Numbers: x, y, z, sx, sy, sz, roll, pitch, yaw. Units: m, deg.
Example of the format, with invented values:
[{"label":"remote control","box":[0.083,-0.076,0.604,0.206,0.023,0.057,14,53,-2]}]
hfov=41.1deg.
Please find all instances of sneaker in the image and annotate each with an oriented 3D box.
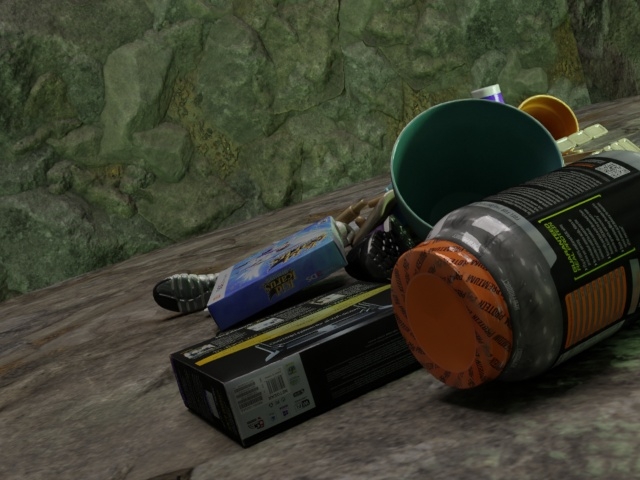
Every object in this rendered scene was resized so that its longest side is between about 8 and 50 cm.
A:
[{"label":"sneaker","box":[0.100,0.045,1.604,0.124,0.107,0.283,-35,2,17]},{"label":"sneaker","box":[-0.255,0.108,1.926,0.228,0.086,0.132,-7,3,-1]},{"label":"sneaker","box":[0.000,0.000,1.891,0.115,0.090,0.232,-43,-9,28]}]

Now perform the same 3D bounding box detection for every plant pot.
[{"label":"plant pot","box":[0.645,-0.312,2.591,0.205,0.205,0.188,-19,-7,-14]},{"label":"plant pot","box":[0.269,-0.077,1.519,0.290,0.290,0.195,-18,-29,-6]}]

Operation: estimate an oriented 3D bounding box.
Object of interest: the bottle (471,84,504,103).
[{"label":"bottle","box":[0.425,-0.225,2.028,0.092,0.283,0.118,-19,9,-15]}]

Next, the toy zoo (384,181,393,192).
[{"label":"toy zoo","box":[0.286,-0.174,2.131,0.293,0.030,0.192,-24,-26,-17]}]

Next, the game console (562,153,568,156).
[{"label":"game console","box":[0.518,-0.171,2.294,0.386,0.060,0.342,-14,8,15]}]

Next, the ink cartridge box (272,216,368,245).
[{"label":"ink cartridge box","box":[0.022,-0.009,2.250,0.224,0.045,0.223,-20,9,-30]}]

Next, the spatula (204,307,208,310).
[{"label":"spatula","box":[-0.109,0.108,1.796,0.242,0.019,0.168,-24,9,-41]}]

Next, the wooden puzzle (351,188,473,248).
[{"label":"wooden puzzle","box":[0.251,-0.076,1.869,0.347,0.081,0.322,-23,-11,-14]}]

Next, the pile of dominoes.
[{"label":"pile of dominoes","box":[0.560,-0.138,1.699,0.251,0.196,0.040,-23,-33,-36]}]

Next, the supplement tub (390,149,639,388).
[{"label":"supplement tub","box":[0.244,0.030,0.927,0.316,0.194,0.193,-20,8,-29]}]

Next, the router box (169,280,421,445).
[{"label":"router box","box":[-0.013,0.142,1.097,0.308,0.081,0.243,-20,8,-22]}]

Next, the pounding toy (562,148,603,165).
[{"label":"pounding toy","box":[0.531,-0.134,1.854,0.181,0.094,0.206,-9,11,43]}]

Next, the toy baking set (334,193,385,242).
[{"label":"toy baking set","box":[0.114,-0.041,2.027,0.196,0.030,0.256,4,-27,-37]}]

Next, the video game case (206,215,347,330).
[{"label":"video game case","box":[-0.082,0.056,1.673,0.269,0.061,0.244,-28,12,5]}]
